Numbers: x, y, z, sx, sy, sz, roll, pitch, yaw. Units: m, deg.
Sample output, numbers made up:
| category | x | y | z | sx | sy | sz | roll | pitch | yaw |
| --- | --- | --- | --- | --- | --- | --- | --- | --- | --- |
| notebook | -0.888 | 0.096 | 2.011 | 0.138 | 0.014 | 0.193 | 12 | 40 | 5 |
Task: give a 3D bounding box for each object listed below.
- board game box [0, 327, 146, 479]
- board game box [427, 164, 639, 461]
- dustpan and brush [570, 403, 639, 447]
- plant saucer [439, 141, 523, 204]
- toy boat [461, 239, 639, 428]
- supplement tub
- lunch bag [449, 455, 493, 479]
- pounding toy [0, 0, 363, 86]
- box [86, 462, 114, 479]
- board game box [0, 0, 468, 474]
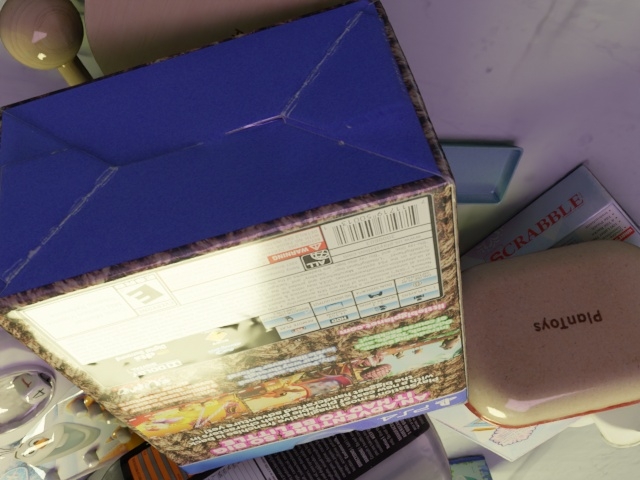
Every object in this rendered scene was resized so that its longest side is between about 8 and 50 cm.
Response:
| category | x | y | z | sx | sy | sz | roll | pitch | yaw |
| --- | --- | --- | --- | --- | --- | --- | --- | --- | --- |
| board game box | -0.267 | 0.139 | 0.625 | 0.390 | 0.050 | 0.390 | -19 | 141 | -34 |
| board game box | 0.254 | 0.108 | 0.838 | 0.318 | 0.066 | 0.318 | -39 | 130 | 20 |
| dustpan and brush | 0.383 | 0.215 | 0.953 | 0.060 | 0.147 | 0.211 | 47 | 149 | -9 |
| plant saucer | 0.087 | -0.064 | 0.668 | 0.192 | 0.018 | 0.067 | 0 | 132 | -14 |
| toy boat | 0.222 | 0.093 | 0.697 | 0.231 | 0.151 | 0.151 | -10 | 162 | -4 |
| supplement tub | -0.058 | 0.231 | 0.657 | 0.316 | 0.193 | 0.194 | -30 | 136 | -13 |
| lunch bag | 0.176 | 0.389 | 1.035 | 0.151 | 0.129 | 0.096 | -3 | 132 | -14 |
| pounding toy | -0.073 | -0.153 | 0.496 | 0.237 | 0.110 | 0.183 | -16 | 138 | 26 |
| box | -0.156 | 0.419 | 0.946 | 0.345 | 0.168 | 0.215 | 28 | 120 | -33 |
| board game box | -0.035 | 0.024 | 0.491 | 0.232 | 0.141 | 0.291 | -15 | 146 | 3 |
